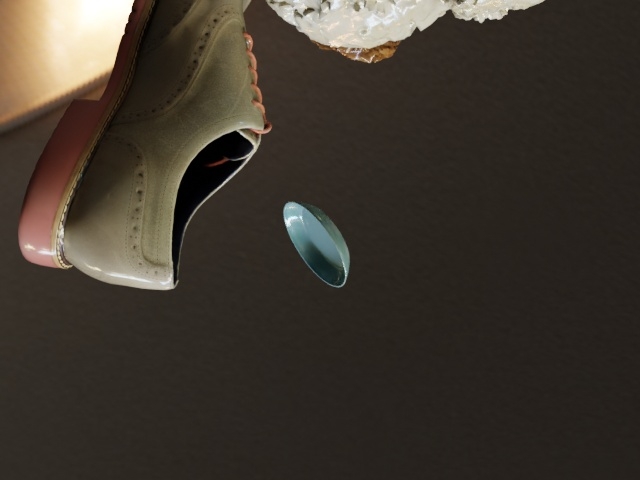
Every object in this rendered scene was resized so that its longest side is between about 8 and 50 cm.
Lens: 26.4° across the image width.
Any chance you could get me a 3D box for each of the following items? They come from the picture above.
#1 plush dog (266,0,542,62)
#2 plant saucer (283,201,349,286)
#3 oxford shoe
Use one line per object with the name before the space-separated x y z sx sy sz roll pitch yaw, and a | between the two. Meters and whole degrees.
plush dog | 0.068 -0.188 0.794 0.225 0.262 0.210 -20 -128 3
plant saucer | 0.000 0.000 1.634 0.021 0.119 0.119 -33 -122 -20
oxford shoe | -0.087 -0.113 1.010 0.130 0.123 0.348 20 -110 11
